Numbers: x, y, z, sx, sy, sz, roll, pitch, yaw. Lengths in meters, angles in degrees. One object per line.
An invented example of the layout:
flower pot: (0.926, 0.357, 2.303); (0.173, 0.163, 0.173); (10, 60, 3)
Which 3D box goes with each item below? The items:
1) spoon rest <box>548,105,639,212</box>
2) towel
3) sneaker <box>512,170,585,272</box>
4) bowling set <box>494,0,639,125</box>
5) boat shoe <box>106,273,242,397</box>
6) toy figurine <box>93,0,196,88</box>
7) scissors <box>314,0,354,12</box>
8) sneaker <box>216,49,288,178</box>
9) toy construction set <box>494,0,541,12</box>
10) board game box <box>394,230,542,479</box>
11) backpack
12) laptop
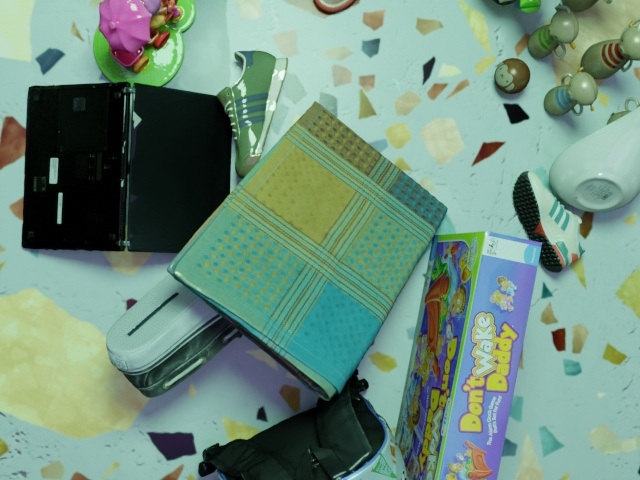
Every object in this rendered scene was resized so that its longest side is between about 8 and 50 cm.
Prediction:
spoon rest: (0.442, -0.127, 1.116); (0.137, 0.276, 0.084); (27, 55, -11)
towel: (0.000, 0.000, 1.074); (0.271, 0.040, 0.370); (39, 55, -5)
sneaker: (0.353, -0.036, 1.198); (0.075, 0.057, 0.161); (-23, 91, -23)
bowling set: (0.373, -0.255, 1.148); (0.199, 0.154, 0.287); (-22, 91, -8)
boat shoe: (-0.145, 0.083, 1.097); (0.335, 0.121, 0.119); (-36, 136, -22)
toy figurine: (-0.239, -0.300, 1.067); (0.130, 0.159, 0.173); (41, 84, -5)
scissors: (0.119, -0.413, 1.184); (0.297, 0.021, 0.109); (-10, 88, -6)
sneaker: (-0.111, -0.186, 1.130); (0.086, 0.064, 0.192); (17, 80, -9)
toy construction set: (0.335, -0.447, 1.111); (0.215, 0.151, 0.328); (-5, 56, 29)
board game box: (0.191, 0.165, 1.078); (0.078, 0.233, 0.347); (12, 87, -7)
backpack: (-0.003, 0.328, 1.034); (0.276, 0.263, 0.213); (-29, 93, -8)
laptop: (-0.277, -0.099, 1.132); (0.264, 0.136, 0.234); (1, 88, 18)
